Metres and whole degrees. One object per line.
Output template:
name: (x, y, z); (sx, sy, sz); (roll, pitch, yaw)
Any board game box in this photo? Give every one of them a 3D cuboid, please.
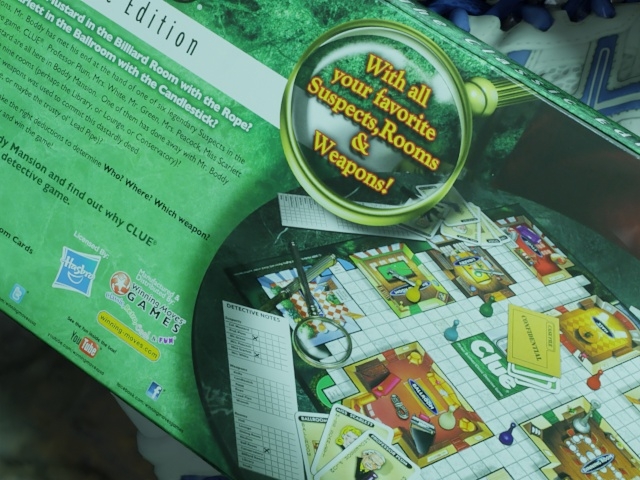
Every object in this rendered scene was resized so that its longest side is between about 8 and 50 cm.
board game box: (0.000, 0.000, 0.477); (0.259, 0.030, 0.136); (34, 107, 17)

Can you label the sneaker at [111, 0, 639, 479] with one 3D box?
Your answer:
sneaker: (0.051, -0.033, 0.516); (0.296, 0.112, 0.131); (-34, 88, 12)
